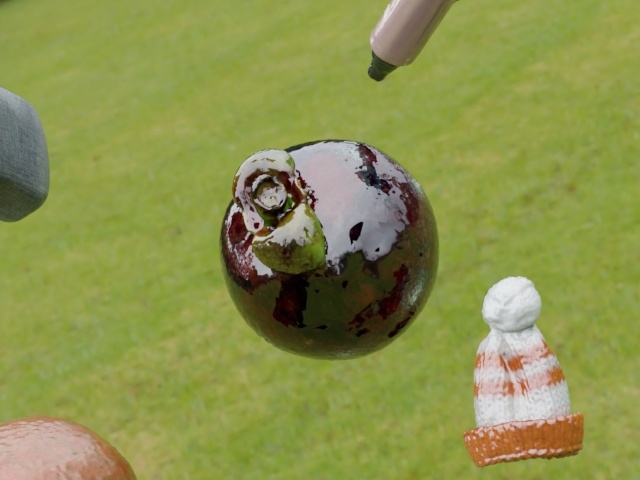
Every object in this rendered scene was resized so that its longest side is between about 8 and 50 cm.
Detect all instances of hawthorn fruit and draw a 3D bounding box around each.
[{"bbox_3d":[-0.227,0.226,0.975,0.199,0.199,0.251,-11,-4,25],"label":"hawthorn fruit"}]

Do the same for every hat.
[{"bbox_3d":[0.173,0.114,1.227,0.112,0.162,0.093,-5,-10,-30],"label":"hat"}]

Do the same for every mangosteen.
[{"bbox_3d":[0.005,0.009,1.306,0.216,0.216,0.216,-16,14,4],"label":"mangosteen"}]

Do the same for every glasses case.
[{"bbox_3d":[-0.398,-0.119,1.340,0.074,0.131,0.323,-31,-33,28],"label":"glasses case"}]

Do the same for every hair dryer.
[{"bbox_3d":[0.134,-0.255,1.333,0.344,0.189,0.106,-55,10,51],"label":"hair dryer"}]
